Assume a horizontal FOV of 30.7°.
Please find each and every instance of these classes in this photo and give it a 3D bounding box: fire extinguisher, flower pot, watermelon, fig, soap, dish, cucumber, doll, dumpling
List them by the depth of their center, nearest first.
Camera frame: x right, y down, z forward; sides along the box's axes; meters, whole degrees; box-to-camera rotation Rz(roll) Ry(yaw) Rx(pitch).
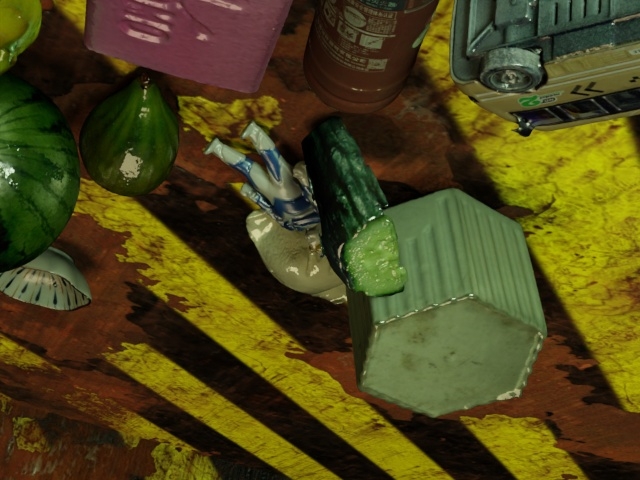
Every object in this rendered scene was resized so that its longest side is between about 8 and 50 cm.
[{"bbox_3d":[0.067,-0.212,0.945,0.138,0.102,0.344,48,160,10],"label":"fire extinguisher"},{"bbox_3d":[-0.114,-0.236,1.034,0.181,0.081,0.259,16,157,-9],"label":"soap"},{"bbox_3d":[0.031,-0.036,1.295,0.086,0.193,0.115,-17,160,-2],"label":"cucumber"},{"bbox_3d":[-0.205,-0.130,1.323,0.117,0.117,0.177,19,134,-17],"label":"fig"},{"bbox_3d":[-0.393,-0.079,1.338,0.242,0.242,0.242,10,157,4],"label":"watermelon"},{"bbox_3d":[-0.034,-0.049,1.412,0.227,0.057,0.114,43,140,-25],"label":"doll"},{"bbox_3d":[0.147,0.079,1.422,0.239,0.189,0.209,-18,133,12],"label":"flower pot"},{"bbox_3d":[-0.001,0.001,1.521,0.155,0.111,0.181,-33,151,15],"label":"dumpling"},{"bbox_3d":[-0.455,0.049,1.893,0.191,0.066,0.190,11,156,5],"label":"dish"}]

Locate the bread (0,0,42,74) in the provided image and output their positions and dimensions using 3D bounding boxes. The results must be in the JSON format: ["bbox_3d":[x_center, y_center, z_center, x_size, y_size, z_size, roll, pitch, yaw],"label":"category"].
[{"bbox_3d":[-0.433,-0.273,1.055,0.166,0.112,0.383,-28,139,34],"label":"bread"}]

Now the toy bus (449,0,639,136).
[{"bbox_3d":[0.255,-0.178,0.922,0.290,0.139,0.157,-10,154,35],"label":"toy bus"}]
